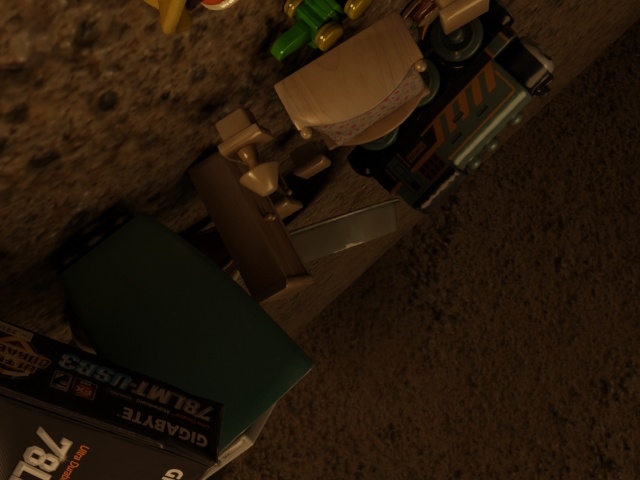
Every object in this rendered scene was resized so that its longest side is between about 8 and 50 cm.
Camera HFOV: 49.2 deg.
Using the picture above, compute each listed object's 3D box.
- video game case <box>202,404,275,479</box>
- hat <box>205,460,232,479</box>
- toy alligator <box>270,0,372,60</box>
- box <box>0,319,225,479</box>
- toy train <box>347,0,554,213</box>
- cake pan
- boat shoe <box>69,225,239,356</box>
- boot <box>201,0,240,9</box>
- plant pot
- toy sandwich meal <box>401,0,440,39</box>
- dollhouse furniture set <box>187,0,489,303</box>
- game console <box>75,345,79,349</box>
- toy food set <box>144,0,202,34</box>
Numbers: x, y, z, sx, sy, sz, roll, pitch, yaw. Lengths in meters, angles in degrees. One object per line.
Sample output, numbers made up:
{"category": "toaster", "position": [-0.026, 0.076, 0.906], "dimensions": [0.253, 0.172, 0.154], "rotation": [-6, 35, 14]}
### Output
{"category": "video game case", "position": [-0.108, 0.219, 0.780], "dimensions": [0.143, 0.019, 0.157], "rotation": [-39, -177, 17]}
{"category": "hat", "position": [-0.292, 0.357, 1.444], "dimensions": [0.134, 0.331, 0.331], "rotation": [26, 117, -35]}
{"category": "toy alligator", "position": [0.027, -0.239, 0.659], "dimensions": [0.189, 0.056, 0.051], "rotation": [-46, 170, 10]}
{"category": "box", "position": [-0.280, 0.195, 0.611], "dimensions": [0.295, 0.293, 0.073], "rotation": [-51, -159, 32]}
{"category": "toy train", "position": [0.193, -0.198, 1.068], "dimensions": [0.334, 0.190, 0.142], "rotation": [-47, 170, 16]}
{"category": "cake pan", "position": [0.000, 0.000, 1.155], "dimensions": [0.293, 0.054, 0.293], "rotation": [-19, 179, 0]}
{"category": "boat shoe", "position": [-0.191, 0.050, 0.878], "dimensions": [0.257, 0.095, 0.095], "rotation": [-38, 162, -28]}
{"category": "boot", "position": [-0.067, -0.213, 0.429], "dimensions": [0.084, 0.059, 0.158], "rotation": [-29, 154, -44]}
{"category": "plant pot", "position": [-0.156, 0.096, 0.751], "dimensions": [0.166, 0.234, 0.165], "rotation": [-40, -177, -15]}
{"category": "toy sandwich meal", "position": [0.135, -0.293, 0.920], "dimensions": [0.085, 0.029, 0.085], "rotation": [-42, 169, -10]}
{"category": "dollhouse furniture set", "position": [0.057, -0.087, 0.798], "dimensions": [0.355, 0.174, 0.303], "rotation": [-29, 173, 11]}
{"category": "game console", "position": [-0.268, 0.217, 1.053], "dimensions": [0.173, 0.250, 0.293], "rotation": [-18, 173, 11]}
{"category": "toy food set", "position": [-0.046, -0.181, 0.311], "dimensions": [0.071, 0.128, 0.218], "rotation": [-14, 176, -22]}
